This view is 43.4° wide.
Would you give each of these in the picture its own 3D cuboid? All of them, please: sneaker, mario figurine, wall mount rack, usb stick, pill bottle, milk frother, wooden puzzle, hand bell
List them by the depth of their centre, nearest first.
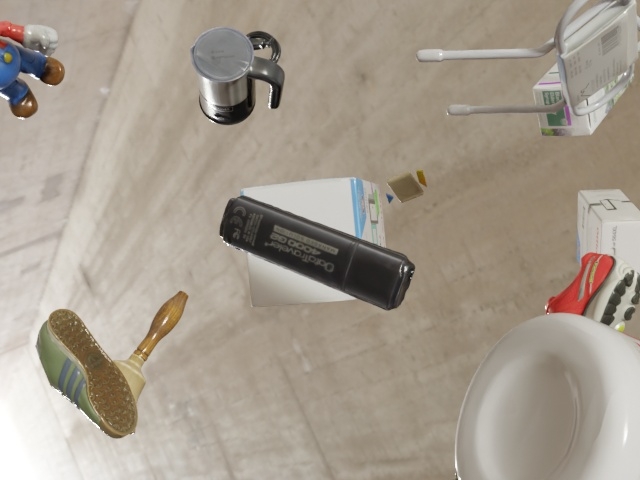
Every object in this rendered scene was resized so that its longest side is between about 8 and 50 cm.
[{"bbox_3d":[0.361,0.241,0.823,0.407,0.229,0.229,23,-29,-22],"label":"pill bottle"},{"bbox_3d":[-0.009,0.014,1.076,0.045,0.278,0.077,-5,-66,-68],"label":"usb stick"},{"bbox_3d":[-0.323,0.190,1.092,0.086,0.192,0.064,-37,-6,40],"label":"sneaker"},{"bbox_3d":[0.312,-0.264,1.121,0.304,0.130,0.350,-36,-23,10],"label":"wall mount rack"},{"bbox_3d":[-0.115,-0.256,1.129,0.129,0.143,0.135,-6,-16,-6],"label":"milk frother"},{"bbox_3d":[0.391,0.146,1.254,0.107,0.118,0.279,22,-79,-38],"label":"sneaker"},{"bbox_3d":[-0.291,0.181,1.321,0.242,0.126,0.126,-59,10,-26],"label":"hand bell"},{"bbox_3d":[-0.563,-0.288,1.379,0.170,0.198,0.320,6,-3,15],"label":"mario figurine"},{"bbox_3d":[0.206,-0.131,1.941,0.116,0.079,0.014,-15,31,27],"label":"wooden puzzle"}]

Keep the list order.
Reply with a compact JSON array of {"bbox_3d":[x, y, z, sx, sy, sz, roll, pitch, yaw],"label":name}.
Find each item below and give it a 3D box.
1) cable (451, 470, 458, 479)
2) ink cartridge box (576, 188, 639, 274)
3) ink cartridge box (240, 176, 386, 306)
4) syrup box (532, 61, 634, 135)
[{"bbox_3d":[0.317,0.371,1.385,0.139,0.072,0.287,-25,-24,-46],"label":"cable"},{"bbox_3d":[0.539,0.002,1.497,0.085,0.148,0.203,-2,20,6],"label":"ink cartridge box"},{"bbox_3d":[0.000,0.000,1.410,0.197,0.198,0.270,-5,1,13],"label":"ink cartridge box"},{"bbox_3d":[0.466,-0.277,1.413,0.096,0.093,0.237,5,35,40],"label":"syrup box"}]
